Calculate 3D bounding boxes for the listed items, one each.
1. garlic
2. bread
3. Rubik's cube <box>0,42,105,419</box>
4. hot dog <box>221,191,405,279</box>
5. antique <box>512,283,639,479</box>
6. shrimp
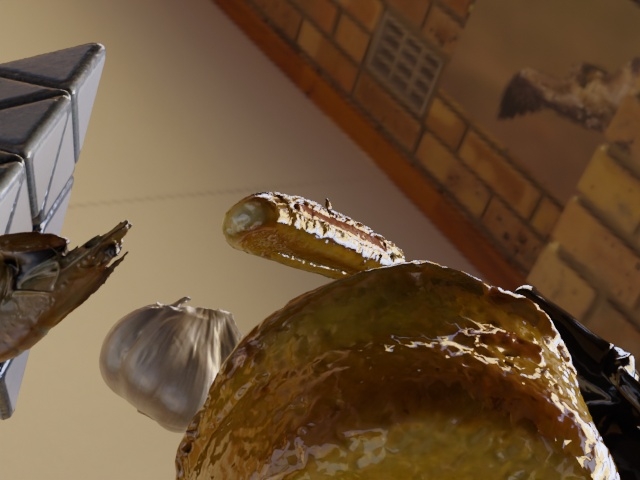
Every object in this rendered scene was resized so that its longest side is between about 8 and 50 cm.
[{"bbox_3d":[-0.196,0.185,1.551,0.229,0.178,0.143,19,-163,-9],"label":"garlic"},{"bbox_3d":[0.040,0.147,0.617,0.268,0.268,0.145,10,-157,-13],"label":"bread"},{"bbox_3d":[-0.273,-0.019,0.802,0.229,0.233,0.228,12,-133,-57],"label":"Rubik's cube"},{"bbox_3d":[-0.001,0.004,1.175,0.286,0.088,0.061,28,-142,-56],"label":"hot dog"},{"bbox_3d":[0.230,0.222,0.938,0.255,0.322,0.185,27,-127,21],"label":"antique"},{"bbox_3d":[-0.146,0.016,0.559,0.059,0.108,0.023,48,178,3],"label":"shrimp"}]
